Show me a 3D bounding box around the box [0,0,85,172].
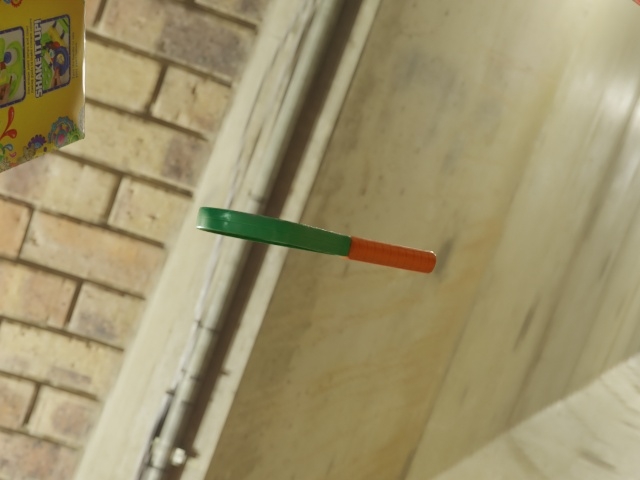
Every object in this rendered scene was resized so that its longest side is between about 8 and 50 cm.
[{"bbox_3d":[-0.409,-0.165,1.051,0.289,0.177,0.279,14,-156,20],"label":"box"}]

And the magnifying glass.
[{"bbox_3d":[0.000,0.000,1.030,0.230,0.026,0.092,13,176,-28],"label":"magnifying glass"}]

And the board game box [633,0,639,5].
[{"bbox_3d":[0.309,-0.356,1.179,0.145,0.027,0.281,53,172,39],"label":"board game box"}]
